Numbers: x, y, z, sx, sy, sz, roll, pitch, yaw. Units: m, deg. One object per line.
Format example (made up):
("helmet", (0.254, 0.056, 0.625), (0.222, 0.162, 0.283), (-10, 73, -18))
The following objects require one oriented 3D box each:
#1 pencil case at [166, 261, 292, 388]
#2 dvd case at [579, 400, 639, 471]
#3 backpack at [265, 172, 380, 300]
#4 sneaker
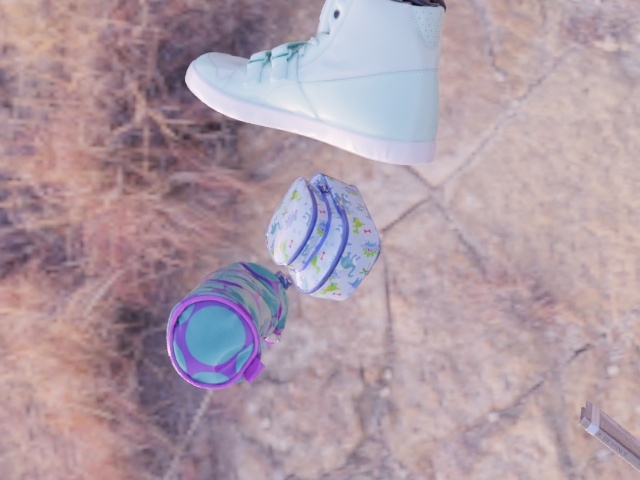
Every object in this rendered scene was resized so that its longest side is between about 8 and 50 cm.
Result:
("pencil case", (-0.059, 0.055, 0.934), (0.070, 0.151, 0.064), (41, 100, 0))
("dvd case", (0.442, 0.298, 1.848), (0.221, 0.164, 0.018), (37, 98, 9))
("backpack", (0.000, 0.000, 1.379), (0.105, 0.084, 0.114), (-57, 37, 24))
("sneaker", (-0.001, -0.164, 1.143), (0.256, 0.094, 0.151), (19, 107, 35))
